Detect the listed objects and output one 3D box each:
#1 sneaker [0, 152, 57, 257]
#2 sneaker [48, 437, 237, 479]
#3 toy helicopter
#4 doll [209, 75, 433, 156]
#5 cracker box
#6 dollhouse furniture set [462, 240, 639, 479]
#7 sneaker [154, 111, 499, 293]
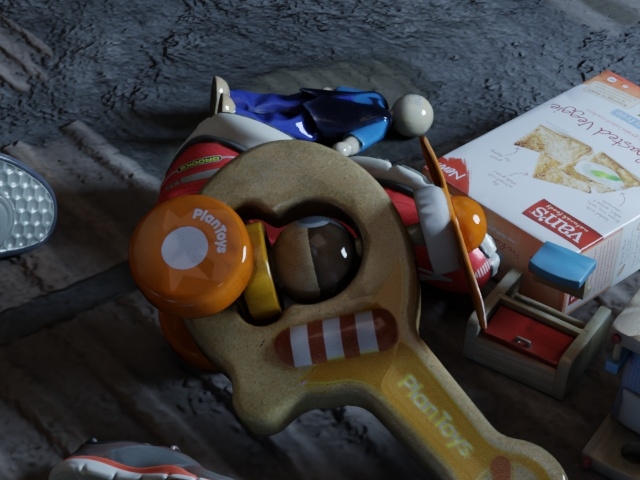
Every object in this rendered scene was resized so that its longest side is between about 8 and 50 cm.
[{"bbox_3d":[-0.332,-0.042,1.357,0.226,0.086,0.163,8,4,-37],"label":"sneaker"},{"bbox_3d":[-0.095,0.155,1.146,0.158,0.061,0.065,12,33,11],"label":"sneaker"},{"bbox_3d":[0.052,0.067,1.191,0.235,0.140,0.355,-38,67,-10],"label":"toy helicopter"},{"bbox_3d":[0.004,-0.105,1.494,0.189,0.046,0.129,1,28,-13],"label":"doll"},{"bbox_3d":[0.213,-0.043,1.415,0.232,0.067,0.156,-29,48,-34],"label":"cracker box"},{"bbox_3d":[0.190,0.065,1.223,0.183,0.129,0.129,23,42,22],"label":"dollhouse furniture set"},{"bbox_3d":[0.000,0.000,1.343,0.279,0.107,0.118,18,59,22],"label":"sneaker"}]
